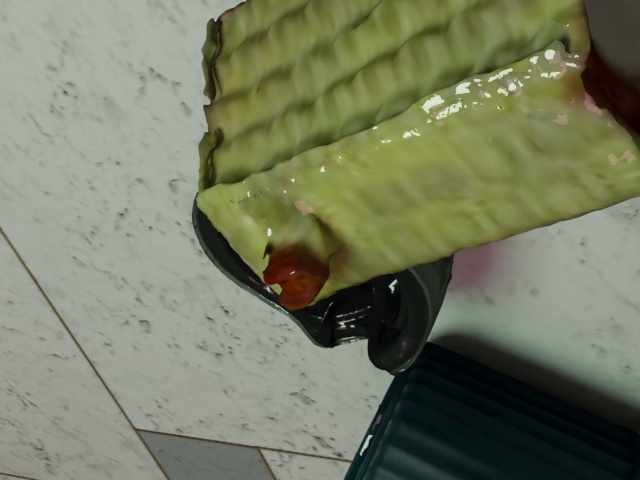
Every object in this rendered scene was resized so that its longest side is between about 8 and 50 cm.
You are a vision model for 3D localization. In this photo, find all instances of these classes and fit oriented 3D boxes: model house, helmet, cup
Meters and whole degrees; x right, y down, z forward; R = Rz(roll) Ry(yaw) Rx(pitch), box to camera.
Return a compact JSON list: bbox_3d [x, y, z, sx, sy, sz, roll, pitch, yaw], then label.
[{"bbox_3d":[0.067,-0.083,0.451,0.196,0.254,0.160,-18,127,43],"label":"model house"},{"bbox_3d":[0.014,-0.009,0.686,0.177,0.107,0.153,19,148,40],"label":"helmet"},{"bbox_3d":[0.140,0.253,0.753,0.292,0.307,0.242,27,148,5],"label":"cup"}]
